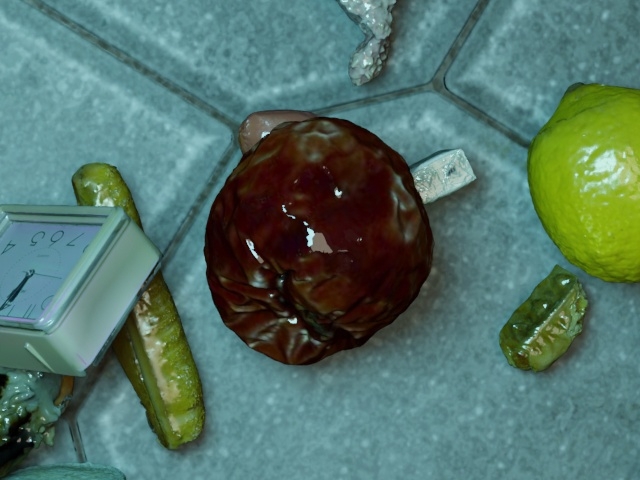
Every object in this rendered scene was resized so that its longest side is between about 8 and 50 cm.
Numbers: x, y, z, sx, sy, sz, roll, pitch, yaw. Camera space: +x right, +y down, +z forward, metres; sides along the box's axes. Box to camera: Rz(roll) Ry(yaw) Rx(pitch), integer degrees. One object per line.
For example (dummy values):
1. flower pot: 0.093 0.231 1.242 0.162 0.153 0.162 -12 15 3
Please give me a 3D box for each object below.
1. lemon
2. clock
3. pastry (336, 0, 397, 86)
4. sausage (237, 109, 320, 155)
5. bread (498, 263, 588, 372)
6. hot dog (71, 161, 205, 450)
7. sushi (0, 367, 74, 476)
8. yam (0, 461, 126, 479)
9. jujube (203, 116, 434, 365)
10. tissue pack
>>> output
1. lemon: 0.292 -0.054 1.546 0.180 0.180 0.193 -6 110 -8
2. clock: -0.257 0.042 1.434 0.071 0.192 0.147 55 53 -36
3. pastry: 0.014 -0.291 1.536 0.112 0.103 0.265 -30 101 10
4. sausage: -0.034 -0.102 1.552 0.094 0.059 0.054 0 71 -5
5. bread: 0.228 0.085 1.591 0.066 0.060 0.110 40 84 9
6. hot dog: -0.174 0.062 1.526 0.068 0.083 0.289 -19 93 -27
7. sushi: -0.300 0.169 1.469 0.097 0.103 0.226 34 69 7
8. yam: -0.289 0.365 1.489 0.133 0.133 0.330 17 92 -8
9. jujube: 0.000 0.000 1.468 0.212 0.232 0.213 7 64 -15
10. tissue pack: 0.113 -0.063 1.560 0.062 0.083 0.042 -26 95 -7
